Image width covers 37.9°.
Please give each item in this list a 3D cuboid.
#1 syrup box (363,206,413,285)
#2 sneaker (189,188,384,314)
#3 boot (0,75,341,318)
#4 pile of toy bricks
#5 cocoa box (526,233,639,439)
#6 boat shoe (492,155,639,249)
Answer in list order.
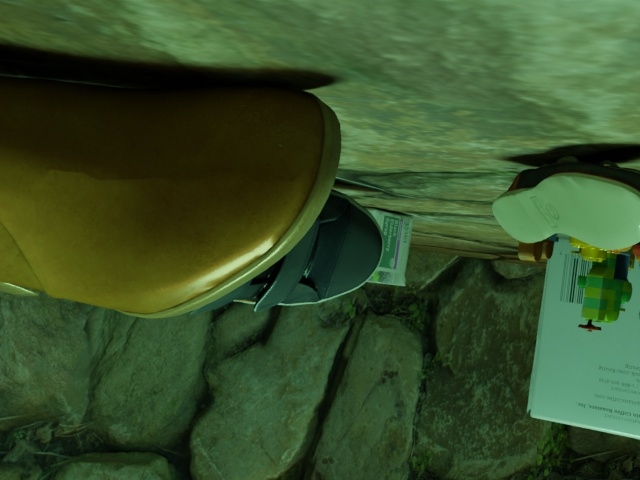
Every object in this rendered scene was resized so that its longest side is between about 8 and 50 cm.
[{"bbox_3d":[0.000,0.000,1.250,0.237,0.093,0.096,7,178,40],"label":"syrup box"},{"bbox_3d":[-0.080,0.004,0.810,0.321,0.126,0.127,9,-166,-21],"label":"sneaker"},{"bbox_3d":[-0.160,-0.041,0.412,0.295,0.104,0.211,-12,151,40],"label":"boot"},{"bbox_3d":[0.255,0.031,0.835,0.118,0.105,0.212,6,178,42],"label":"pile of toy bricks"},{"bbox_3d":[0.461,0.128,1.123,0.347,0.231,0.228,7,179,31],"label":"cocoa box"},{"bbox_3d":[0.142,-0.025,0.507,0.043,0.049,0.137,-36,-172,-14],"label":"boat shoe"}]
